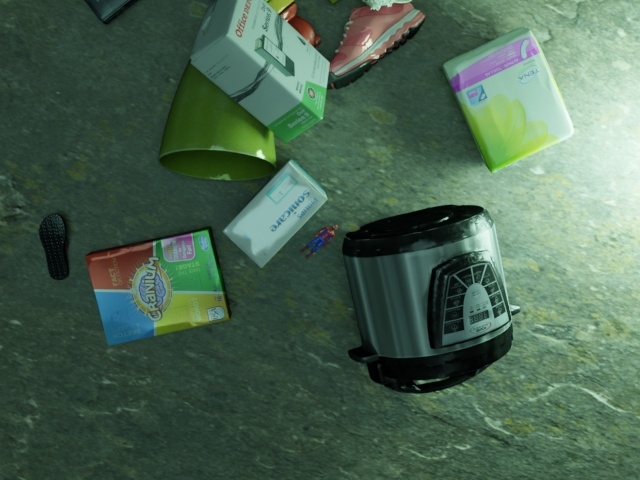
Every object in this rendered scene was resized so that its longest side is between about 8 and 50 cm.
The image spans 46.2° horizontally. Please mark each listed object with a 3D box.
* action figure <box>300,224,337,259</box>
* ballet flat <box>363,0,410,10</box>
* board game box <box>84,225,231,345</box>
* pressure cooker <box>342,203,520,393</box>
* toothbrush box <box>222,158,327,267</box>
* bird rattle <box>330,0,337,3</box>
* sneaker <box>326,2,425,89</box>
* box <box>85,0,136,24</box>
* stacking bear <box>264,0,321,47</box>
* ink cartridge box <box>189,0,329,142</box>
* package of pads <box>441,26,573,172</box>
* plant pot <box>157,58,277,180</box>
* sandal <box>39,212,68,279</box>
[{"bbox_3d":[0.000,0.000,1.916,0.115,0.030,0.038,-43,92,3],"label":"action figure"},{"bbox_3d":[0.259,-0.644,1.768,0.409,0.147,0.146,-23,99,-21],"label":"ballet flat"},{"bbox_3d":[-0.407,0.115,1.903,0.317,0.064,0.242,-13,98,0],"label":"board game box"},{"bbox_3d":[0.265,0.148,1.780,0.370,0.375,0.420,-7,99,25],"label":"pressure cooker"},{"bbox_3d":[-0.101,-0.073,1.768,0.126,0.295,0.216,44,96,-7],"label":"toothbrush box"},{"bbox_3d":[-0.006,-0.693,1.770,0.254,0.143,0.207,34,67,-7],"label":"bird rattle"},{"bbox_3d":[0.096,-0.486,1.821,0.314,0.116,0.136,-37,87,-3],"label":"sneaker"},{"bbox_3d":[-0.518,-0.659,1.796,0.175,0.051,0.220,-36,97,4],"label":"box"},{"bbox_3d":[-0.127,-0.547,1.775,0.175,0.164,0.289,-42,102,5],"label":"stacking bear"},{"bbox_3d":[-0.125,-0.391,1.650,0.122,0.211,0.289,-27,130,34],"label":"ink cartridge box"},{"bbox_3d":[0.459,-0.345,1.831,0.229,0.101,0.296,-24,99,9],"label":"package of pads"},{"bbox_3d":[-0.233,-0.315,1.768,0.275,0.275,0.293,2,80,-2],"label":"plant pot"},{"bbox_3d":[-0.668,0.013,1.900,0.067,0.040,0.179,4,113,4],"label":"sandal"}]
